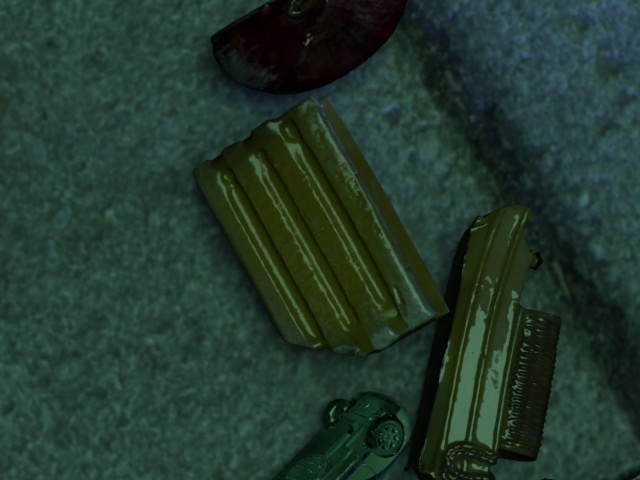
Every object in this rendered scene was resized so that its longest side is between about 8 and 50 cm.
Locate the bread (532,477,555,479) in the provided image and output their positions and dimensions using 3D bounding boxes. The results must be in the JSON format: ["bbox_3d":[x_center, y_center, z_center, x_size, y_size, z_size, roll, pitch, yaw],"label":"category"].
[{"bbox_3d":[0.201,0.264,1.749,0.113,0.082,0.060,-56,129,-31],"label":"bread"}]

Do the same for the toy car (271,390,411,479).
[{"bbox_3d":[-0.001,0.232,1.742,0.224,0.090,0.076,-45,115,-16],"label":"toy car"}]

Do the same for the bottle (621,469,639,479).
[{"bbox_3d":[0.247,0.309,1.779,0.254,0.079,0.096,-41,50,-14],"label":"bottle"}]

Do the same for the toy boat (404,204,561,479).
[{"bbox_3d":[0.160,0.120,1.793,0.115,0.089,0.310,15,76,-4],"label":"toy boat"}]

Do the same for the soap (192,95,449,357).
[{"bbox_3d":[0.000,0.000,1.771,0.140,0.073,0.232,-32,83,20],"label":"soap"}]

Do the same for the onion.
[{"bbox_3d":[0.003,-0.199,1.811,0.206,0.151,0.098,-30,100,1],"label":"onion"}]
